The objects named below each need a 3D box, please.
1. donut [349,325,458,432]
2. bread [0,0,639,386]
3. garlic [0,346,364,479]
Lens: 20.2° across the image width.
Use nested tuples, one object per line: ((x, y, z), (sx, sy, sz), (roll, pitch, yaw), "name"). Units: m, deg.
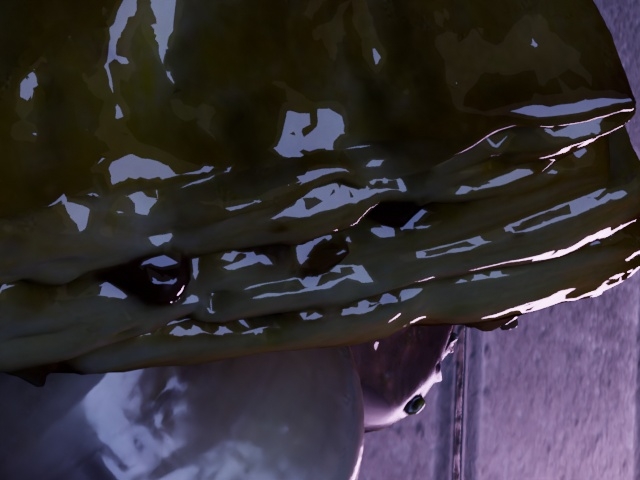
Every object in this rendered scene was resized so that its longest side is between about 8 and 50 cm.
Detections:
((0.000, 0.000, 1.011), (0.230, 0.096, 0.216), (-15, 104, -55), "donut")
((-0.027, -0.105, 0.788), (0.370, 0.191, 0.314), (0, 52, -29), "bread")
((-0.085, 0.079, 0.820), (0.217, 0.110, 0.228), (36, 69, -8), "garlic")
